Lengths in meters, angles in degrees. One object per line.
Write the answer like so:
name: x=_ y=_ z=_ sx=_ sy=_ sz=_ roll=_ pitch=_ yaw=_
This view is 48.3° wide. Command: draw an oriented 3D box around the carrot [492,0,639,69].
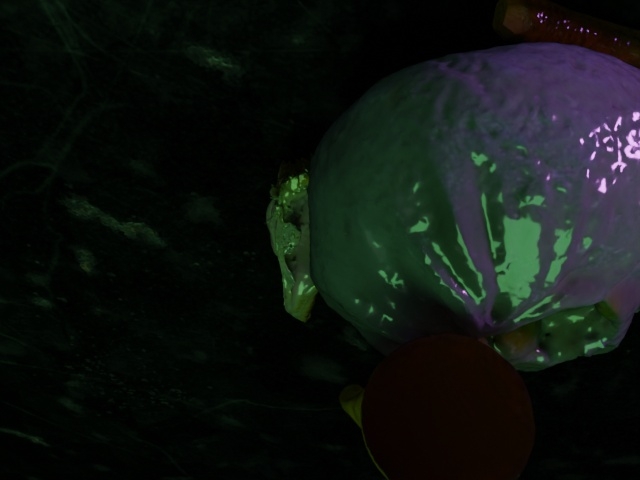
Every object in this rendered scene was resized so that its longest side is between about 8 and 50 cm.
carrot: x=0.222 y=-0.162 z=0.573 sx=0.171 sy=0.042 sz=0.042 roll=11 pitch=142 yaw=-7

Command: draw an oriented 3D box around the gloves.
gloves: x=0.086 y=0.156 z=0.627 sx=0.133 sy=0.116 sz=0.294 roll=42 pitch=169 yaw=10

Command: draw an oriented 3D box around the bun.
bun: x=0.156 y=-0.003 z=0.619 sx=0.362 sy=0.211 sz=0.362 roll=-1 pitch=150 yaw=0

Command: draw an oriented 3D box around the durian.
durian: x=-0.010 y=-0.006 z=0.769 sx=0.140 sy=0.078 sz=0.224 roll=-8 pitch=132 yaw=-28
